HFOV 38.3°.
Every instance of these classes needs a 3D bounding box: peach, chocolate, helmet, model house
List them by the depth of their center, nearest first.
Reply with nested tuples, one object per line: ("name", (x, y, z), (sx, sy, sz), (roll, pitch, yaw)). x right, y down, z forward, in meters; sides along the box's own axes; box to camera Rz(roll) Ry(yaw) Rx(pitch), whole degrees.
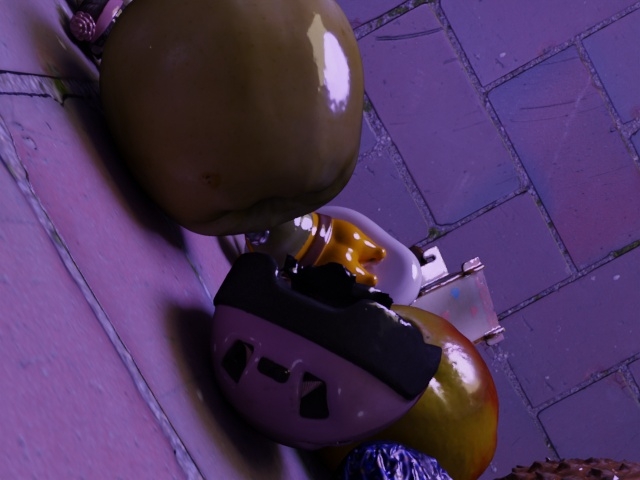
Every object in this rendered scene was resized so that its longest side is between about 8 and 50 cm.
("chocolate", (0.080, 0.310, 0.751), (0.343, 0.126, 0.148), (-102, -156, -67))
("helmet", (-0.006, 0.107, 0.798), (0.198, 0.154, 0.253), (23, -18, 14))
("peach", (0.089, 0.184, 1.014), (0.231, 0.231, 0.231), (61, 3, -6))
("model house", (0.071, 0.136, 1.322), (0.169, 0.244, 0.326), (63, -30, -1))

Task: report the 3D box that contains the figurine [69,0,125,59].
("figurine", (-0.218, -0.200, 0.972), (0.054, 0.072, 0.129), (12, -34, 29))

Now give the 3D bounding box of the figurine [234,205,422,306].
("figurine", (0.000, 0.000, 1.157), (0.141, 0.250, 0.167), (68, 36, -58))

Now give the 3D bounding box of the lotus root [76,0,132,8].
("lotus root", (-0.206, -0.230, 1.051), (0.077, 0.090, 0.183), (15, -41, 55))

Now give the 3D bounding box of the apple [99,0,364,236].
("apple", (-0.073, -0.134, 0.881), (0.262, 0.262, 0.262), (61, 3, -6))

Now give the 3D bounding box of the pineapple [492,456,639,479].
("pineapple", (0.235, 0.341, 1.086), (0.202, 0.362, 0.202), (2, 87, -53))
